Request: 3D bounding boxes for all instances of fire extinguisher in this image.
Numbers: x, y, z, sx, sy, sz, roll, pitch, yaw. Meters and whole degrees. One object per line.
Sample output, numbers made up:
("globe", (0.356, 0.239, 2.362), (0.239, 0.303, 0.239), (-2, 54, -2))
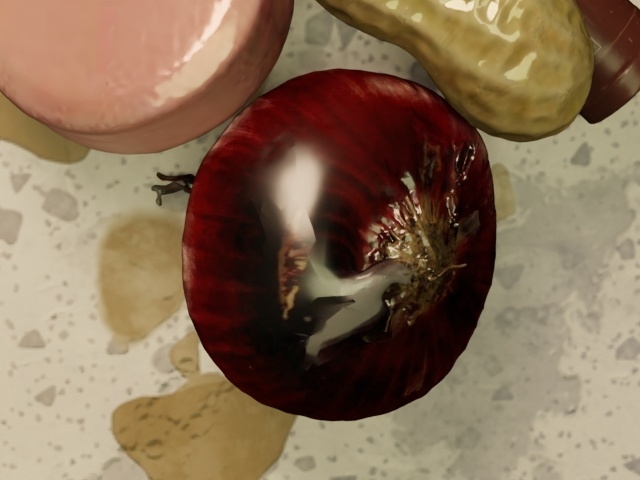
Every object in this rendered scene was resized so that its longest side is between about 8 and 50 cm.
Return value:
("fire extinguisher", (0.150, -0.215, 1.253), (0.269, 0.105, 0.105), (41, 96, -9))

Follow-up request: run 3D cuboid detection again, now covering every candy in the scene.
("candy", (-0.149, -0.187, 1.203), (0.255, 0.094, 0.255), (-4, 77, 16))

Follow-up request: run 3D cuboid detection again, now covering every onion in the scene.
("onion", (0.000, 0.000, 1.252), (0.273, 0.285, 0.273), (-8, 103, -39))

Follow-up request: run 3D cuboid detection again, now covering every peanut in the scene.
("peanut", (0.080, -0.192, 1.162), (0.298, 0.120, 0.136), (38, 111, -5))
